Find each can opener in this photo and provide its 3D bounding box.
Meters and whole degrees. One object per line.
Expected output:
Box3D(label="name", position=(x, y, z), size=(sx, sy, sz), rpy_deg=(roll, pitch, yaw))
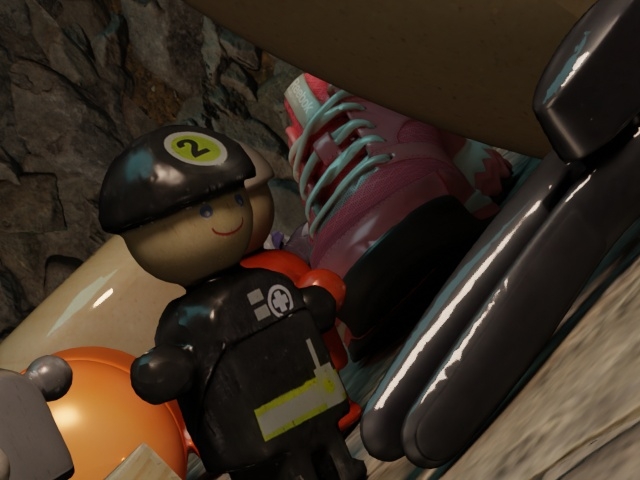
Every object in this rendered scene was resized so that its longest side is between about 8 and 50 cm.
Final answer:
Box3D(label="can opener", position=(0.073, -0.002, 0.565), size=(0.186, 0.073, 0.059), rpy_deg=(-54, 13, -13))

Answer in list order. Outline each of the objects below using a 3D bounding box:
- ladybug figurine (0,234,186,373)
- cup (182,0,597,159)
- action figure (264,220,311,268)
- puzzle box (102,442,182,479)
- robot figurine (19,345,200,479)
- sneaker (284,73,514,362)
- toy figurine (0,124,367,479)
Box3D(label="ladybug figurine", position=(-0.182, 0.115, 1.483), size=(0.305, 0.162, 0.449), rpy_deg=(-45, 3, -16))
Box3D(label="cup", position=(0.101, -0.167, 0.725), size=(0.331, 0.237, 0.331), rpy_deg=(-45, 3, 3))
Box3D(label="action figure", position=(0.000, 0.000, 1.289), size=(0.285, 0.099, 0.185), rpy_deg=(-41, -10, -47))
Box3D(label="puzzle box", position=(-0.209, 0.261, 0.748), size=(0.272, 0.052, 0.409), rpy_deg=(-43, 3, 20))
Box3D(label="robot figurine", position=(-0.143, 0.130, 1.017), size=(0.128, 0.158, 0.219), rpy_deg=(-61, 3, -2))
Box3D(label="sneaker", position=(0.021, -0.031, 0.960), size=(0.116, 0.136, 0.314), rpy_deg=(-44, 2, 13))
Box3D(label="toy figurine", position=(-0.093, 0.049, 0.686), size=(0.210, 0.148, 0.213), rpy_deg=(-23, 4, 4))
